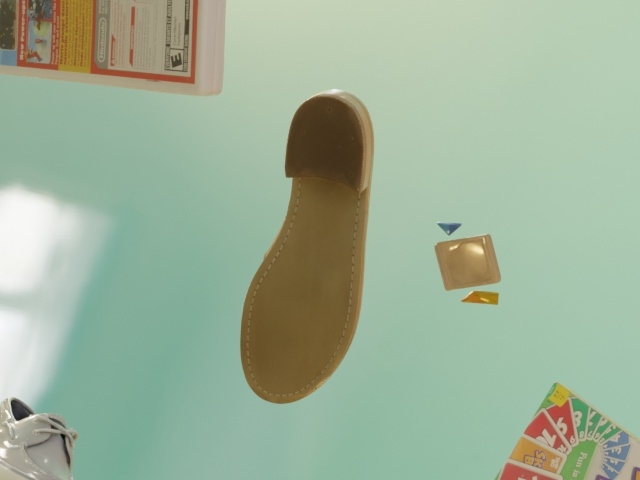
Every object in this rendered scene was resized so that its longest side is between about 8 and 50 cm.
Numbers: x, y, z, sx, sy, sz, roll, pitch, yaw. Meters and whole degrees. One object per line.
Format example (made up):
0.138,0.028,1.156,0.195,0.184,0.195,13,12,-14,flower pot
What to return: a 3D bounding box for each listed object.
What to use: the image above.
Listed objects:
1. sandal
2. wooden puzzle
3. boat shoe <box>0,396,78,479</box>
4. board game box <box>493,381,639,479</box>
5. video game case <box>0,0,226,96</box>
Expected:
0.006,0.002,1.395,0.088,0.079,0.240,17,110,18,sandal
0.184,0.028,2.367,0.014,0.078,0.116,-71,-25,-65,wooden puzzle
-0.270,0.195,1.765,0.081,0.079,0.227,-56,26,-6,boat shoe
0.279,0.248,1.805,0.259,0.039,0.124,36,97,46,board game box
-0.174,-0.218,1.389,0.285,0.025,0.204,10,101,41,video game case
